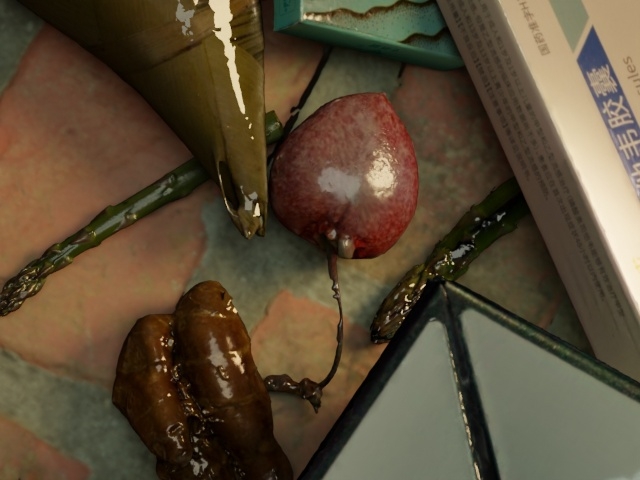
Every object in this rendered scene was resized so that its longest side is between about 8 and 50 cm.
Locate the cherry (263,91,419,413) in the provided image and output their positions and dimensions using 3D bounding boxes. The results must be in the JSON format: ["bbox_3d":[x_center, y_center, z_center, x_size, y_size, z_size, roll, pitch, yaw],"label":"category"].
[{"bbox_3d":[0.000,0.000,1.306,0.107,0.090,0.226,24,84,-21],"label":"cherry"}]

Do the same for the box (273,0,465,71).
[{"bbox_3d":[0.041,-0.248,1.350,0.162,0.041,0.229,9,75,-36],"label":"box"}]

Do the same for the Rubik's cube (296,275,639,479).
[{"bbox_3d":[0.121,0.204,1.171,0.246,0.250,0.248,28,77,18],"label":"Rubik's cube"}]

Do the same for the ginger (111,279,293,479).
[{"bbox_3d":[-0.084,0.115,1.271,0.103,0.073,0.162,-21,84,-12],"label":"ginger"}]

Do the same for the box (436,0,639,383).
[{"bbox_3d":[0.231,-0.078,1.342,0.200,0.065,0.343,-19,83,-31],"label":"box"}]

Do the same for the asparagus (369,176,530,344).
[{"bbox_3d":[0.093,0.017,1.344,0.036,0.030,0.165,47,75,-9],"label":"asparagus"}]

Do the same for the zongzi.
[{"bbox_3d":[-0.161,-0.148,1.293,0.260,0.123,0.289,3,84,-3],"label":"zongzi"}]

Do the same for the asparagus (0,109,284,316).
[{"bbox_3d":[-0.130,-0.021,1.317,0.248,0.025,0.024,-34,128,-14],"label":"asparagus"}]
